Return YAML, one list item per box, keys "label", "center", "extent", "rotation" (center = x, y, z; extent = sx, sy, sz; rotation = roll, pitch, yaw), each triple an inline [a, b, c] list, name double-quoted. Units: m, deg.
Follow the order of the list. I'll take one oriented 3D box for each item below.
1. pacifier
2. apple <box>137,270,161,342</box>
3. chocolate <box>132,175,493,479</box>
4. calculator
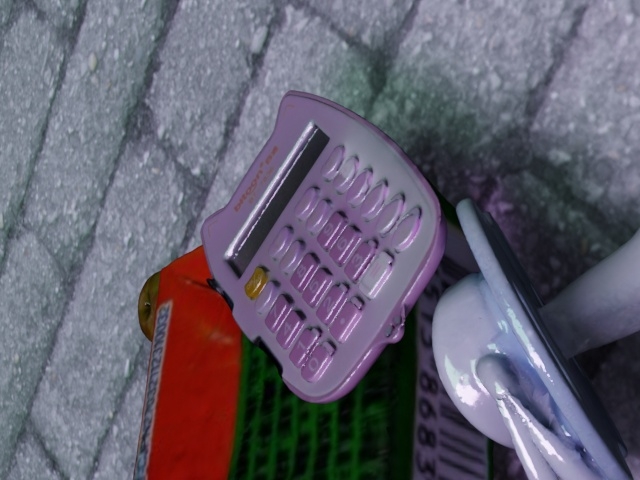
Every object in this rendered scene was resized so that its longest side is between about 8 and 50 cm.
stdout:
- label: "pacifier"
  center: [0.203, 0.056, 0.772]
  extent: [0.233, 0.299, 0.244]
  rotation: [-35, 81, 11]
- label: "apple"
  center: [-0.165, 0.076, 1.252]
  extent: [0.089, 0.074, 0.089]
  rotation: [2, 92, 48]
- label: "chocolate"
  center: [-0.011, 0.150, 0.970]
  extent: [0.341, 0.161, 0.360]
  rotation: [-25, 52, 44]
- label: "calculator"
  center: [0.001, 0.001, 0.860]
  extent: [0.194, 0.043, 0.294]
  rotation: [-56, 34, 11]
